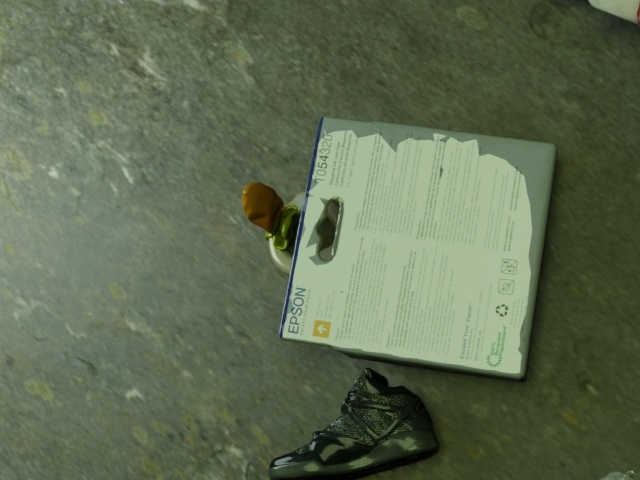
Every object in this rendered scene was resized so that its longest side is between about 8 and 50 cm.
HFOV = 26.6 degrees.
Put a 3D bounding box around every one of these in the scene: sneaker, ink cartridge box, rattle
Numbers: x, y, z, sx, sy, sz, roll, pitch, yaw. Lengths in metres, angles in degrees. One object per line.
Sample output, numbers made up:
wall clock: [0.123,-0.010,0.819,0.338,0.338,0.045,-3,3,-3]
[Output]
sneaker: [0.033,0.251,1.799,0.227,0.087,0.130,-19,67,8]
ink cartridge box: [0.135,0.008,1.826,0.330,0.071,0.324,8,77,11]
rattle: [0.000,0.000,1.861,0.130,0.143,0.199,-34,59,-15]

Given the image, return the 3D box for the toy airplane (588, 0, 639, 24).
toy airplane: [0.498,-0.443,1.746,0.386,0.272,0.384,-21,78,-1]

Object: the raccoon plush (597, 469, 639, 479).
raccoon plush: [0.528,0.336,1.452,0.299,0.446,0.216,-38,41,6]
